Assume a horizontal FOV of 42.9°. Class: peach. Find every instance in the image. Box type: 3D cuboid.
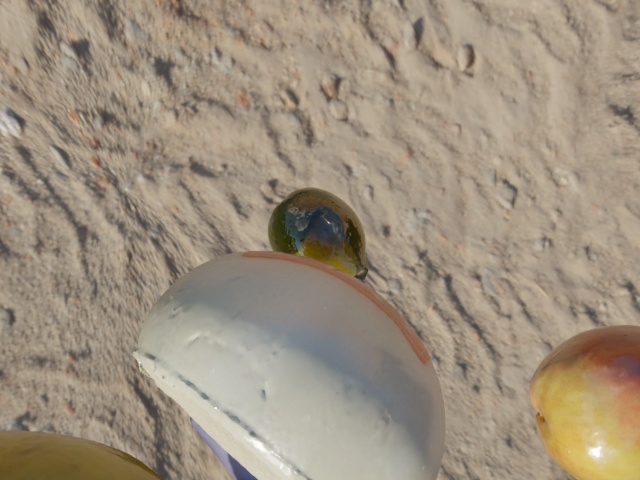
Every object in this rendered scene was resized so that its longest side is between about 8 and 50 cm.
[{"bbox_3d":[0.314,0.177,0.864,0.184,0.184,0.184,-1,94,-13],"label":"peach"}]

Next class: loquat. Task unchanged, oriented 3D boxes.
[{"bbox_3d":[0.000,0.000,1.360,0.195,0.152,0.152,43,83,12],"label":"loquat"}]

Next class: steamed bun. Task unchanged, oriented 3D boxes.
[{"bbox_3d":[-0.016,0.155,0.921,0.374,0.374,0.241,44,75,-12],"label":"steamed bun"}]

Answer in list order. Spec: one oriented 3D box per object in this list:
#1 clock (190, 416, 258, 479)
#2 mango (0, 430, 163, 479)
[{"bbox_3d":[-0.094,0.313,1.318,0.145,0.073,0.193,-37,85,-37],"label":"clock"},{"bbox_3d":[-0.171,0.207,0.301,0.365,0.182,0.252,-7,85,-15],"label":"mango"}]
